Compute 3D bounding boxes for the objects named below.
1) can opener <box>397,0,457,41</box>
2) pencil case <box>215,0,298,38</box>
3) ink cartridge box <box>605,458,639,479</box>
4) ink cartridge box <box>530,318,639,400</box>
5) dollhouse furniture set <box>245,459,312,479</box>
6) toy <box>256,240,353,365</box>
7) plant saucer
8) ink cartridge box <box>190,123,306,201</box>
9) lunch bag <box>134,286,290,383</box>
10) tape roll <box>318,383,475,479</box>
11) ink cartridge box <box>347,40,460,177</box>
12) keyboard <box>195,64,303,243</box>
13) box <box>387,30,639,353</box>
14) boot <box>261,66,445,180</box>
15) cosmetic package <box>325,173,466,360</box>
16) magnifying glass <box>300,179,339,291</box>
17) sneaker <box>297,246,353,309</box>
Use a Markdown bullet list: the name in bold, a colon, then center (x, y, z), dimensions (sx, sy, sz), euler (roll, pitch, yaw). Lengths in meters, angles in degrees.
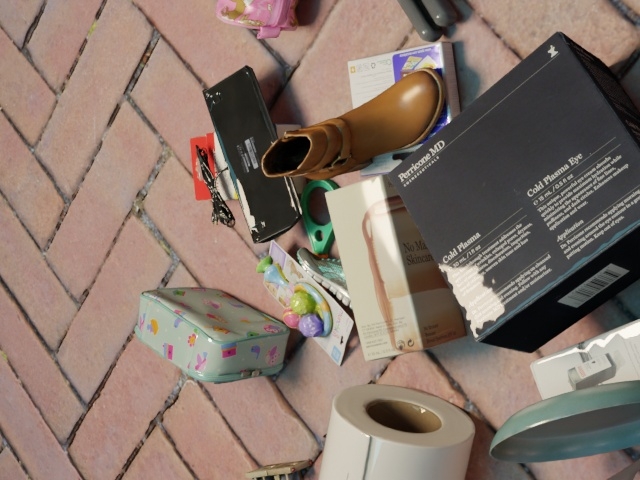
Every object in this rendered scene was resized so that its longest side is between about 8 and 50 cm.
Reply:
- **can opener**: center (0.122, -0.458, 1.862), dimensions (0.076, 0.095, 0.283), euler (-44, 62, 35)
- **pencil case**: center (-0.085, -0.560, 1.985), dimensions (0.160, 0.167, 0.386), euler (14, 107, 4)
- **ink cartridge box**: center (0.385, 0.474, 1.627), dimensions (0.091, 0.308, 0.385), euler (21, 109, 35)
- **ink cartridge box**: center (0.443, 0.175, 1.636), dimensions (0.218, 0.158, 0.092), euler (-28, 76, 39)
- **dollhouse furniture set**: center (-0.104, 0.507, 2.119), dimensions (0.129, 0.184, 0.129), euler (-18, 84, 40)
- **toy**: center (-0.043, 0.123, 2.079), dimensions (0.237, 0.056, 0.137), euler (48, 145, 28)
- **plant saucer**: center (0.396, 0.258, 1.600), dimensions (0.317, 0.318, 0.043), euler (-28, 60, 38)
- **ink cartridge box**: center (-0.141, -0.146, 2.133), dimensions (0.231, 0.078, 0.134), euler (-3, 94, 40)
- **lunch bag**: center (-0.203, 0.179, 2.140), dimensions (0.279, 0.224, 0.108), euler (26, 108, 41)
- **tape roll**: center (0.125, 0.367, 1.873), dimensions (0.246, 0.246, 0.169), euler (21, 110, 36)
- **ink cartridge box**: center (0.145, -0.221, 1.907), dimensions (0.206, 0.045, 0.208), euler (-4, 93, 41)
- **keyboard**: center (-0.149, -0.145, 2.069), dimensions (0.201, 0.033, 0.317), euler (-25, 78, 31)
- **box**: center (0.327, -0.062, 1.619), dimensions (0.343, 0.179, 0.312), euler (-39, 59, 24)
- **boot**: center (0.050, -0.186, 1.818), dimensions (0.283, 0.220, 0.109), euler (-29, 77, 40)
- **cosmetic package**: center (0.129, 0.041, 1.888), dimensions (0.129, 0.153, 0.296), euler (-17, 86, 38)
- **magnifying glass**: center (0.000, 0.000, 2.070), dimensions (0.092, 0.026, 0.231), euler (10, 104, 38)
- **sneaker**: center (0.034, 0.056, 2.020), dimensions (0.166, 0.065, 0.076), euler (37, 98, 11)
